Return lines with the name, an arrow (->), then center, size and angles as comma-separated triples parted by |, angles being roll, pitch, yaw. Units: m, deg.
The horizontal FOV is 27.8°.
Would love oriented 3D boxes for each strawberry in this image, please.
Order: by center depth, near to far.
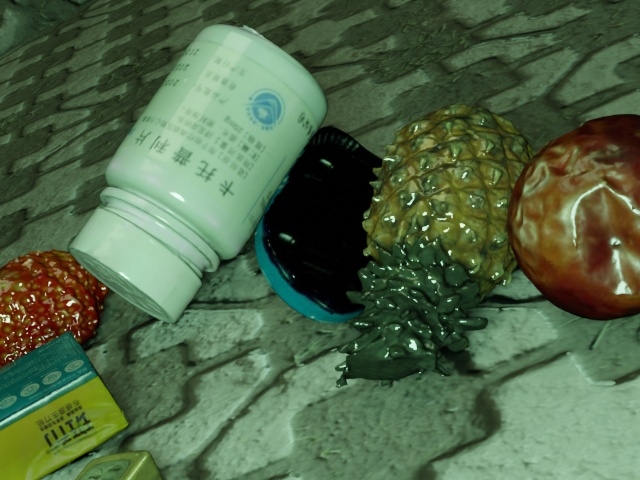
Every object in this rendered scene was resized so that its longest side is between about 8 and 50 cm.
strawberry -> -0.332, 0.079, 1.410 | 0.175, 0.107, 0.236 | -15, 24, 22

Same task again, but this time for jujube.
jujube -> 0.235, -0.023, 1.033 | 0.168, 0.168, 0.236 | -18, 6, 14

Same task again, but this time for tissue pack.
tissue pack -> -0.272, 0.167, 1.177 | 0.169, 0.082, 0.120 | -29, 23, -13

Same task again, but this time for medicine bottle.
medicine bottle -> -0.131, -0.071, 1.367 | 0.170, 0.170, 0.293 | 12, 65, 56

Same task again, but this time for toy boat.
toy boat -> 0.000, 0.000, 1.279 | 0.092, 0.134, 0.299 | -48, 7, 31

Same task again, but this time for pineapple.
pineapple -> 0.093, 0.017, 1.087 | 0.158, 0.158, 0.279 | -9, 39, 33

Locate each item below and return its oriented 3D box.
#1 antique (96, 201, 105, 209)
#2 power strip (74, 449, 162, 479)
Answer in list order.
antique -> -0.173, -0.037, 1.541 | 0.183, 0.088, 0.086 | -14, 23, 24
power strip -> -0.197, 0.242, 0.951 | 0.064, 0.044, 0.305 | -13, 19, 23
